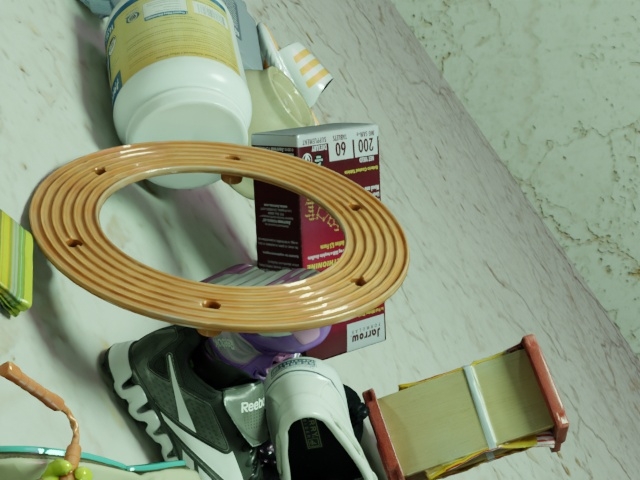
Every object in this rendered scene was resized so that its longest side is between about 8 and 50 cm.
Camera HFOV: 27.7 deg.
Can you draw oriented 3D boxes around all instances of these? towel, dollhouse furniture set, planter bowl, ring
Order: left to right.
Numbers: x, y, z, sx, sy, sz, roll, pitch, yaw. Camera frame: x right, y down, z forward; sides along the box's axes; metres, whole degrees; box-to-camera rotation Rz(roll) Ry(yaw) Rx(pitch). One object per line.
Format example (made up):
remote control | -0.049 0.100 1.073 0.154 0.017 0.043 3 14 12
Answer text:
towel | -0.308 -0.040 0.982 0.237 0.021 0.102 44 17 -34
ring | -0.087 -0.005 1.154 0.336 0.337 0.032 -90 -172 -61
planter bowl | -0.076 -0.146 1.598 0.162 0.109 0.162 48 20 -25
dollhouse furniture set | 0.191 0.310 1.381 0.152 0.201 0.374 73 -1 -70

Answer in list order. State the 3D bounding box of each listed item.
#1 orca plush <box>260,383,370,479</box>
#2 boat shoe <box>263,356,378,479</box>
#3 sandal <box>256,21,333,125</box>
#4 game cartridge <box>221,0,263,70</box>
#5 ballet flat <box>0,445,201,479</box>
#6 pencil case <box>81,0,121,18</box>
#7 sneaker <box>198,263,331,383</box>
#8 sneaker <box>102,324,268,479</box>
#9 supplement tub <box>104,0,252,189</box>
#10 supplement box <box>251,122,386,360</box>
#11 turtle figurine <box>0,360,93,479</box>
orca plush | -0.008 0.170 1.272 0.287 0.102 0.151 22 40 -60
boat shoe | 0.014 0.229 1.149 0.088 0.096 0.267 -98 176 -59
sandal | -0.010 -0.201 1.864 0.265 0.076 0.102 61 -9 -4
game cartridge | -0.185 -0.331 1.708 0.294 0.060 0.196 43 20 -36
ballet flat | -0.156 0.190 0.916 0.248 0.086 0.086 23 38 -61
pencil case | -0.186 -0.354 1.528 0.273 0.114 0.124 -46 126 -50
sneaker | -0.048 0.085 1.214 0.236 0.095 0.104 5 -64 65
sneaker | -0.080 0.166 1.086 0.234 0.106 0.078 58 19 0
supplement tub | -0.151 -0.166 1.379 0.144 0.144 0.199 41 25 -41
supplement box | 0.000 0.000 1.377 0.130 0.073 0.239 -13 105 -46
turtle figurine | -0.230 0.182 0.715 0.270 0.087 0.217 6 57 -52
